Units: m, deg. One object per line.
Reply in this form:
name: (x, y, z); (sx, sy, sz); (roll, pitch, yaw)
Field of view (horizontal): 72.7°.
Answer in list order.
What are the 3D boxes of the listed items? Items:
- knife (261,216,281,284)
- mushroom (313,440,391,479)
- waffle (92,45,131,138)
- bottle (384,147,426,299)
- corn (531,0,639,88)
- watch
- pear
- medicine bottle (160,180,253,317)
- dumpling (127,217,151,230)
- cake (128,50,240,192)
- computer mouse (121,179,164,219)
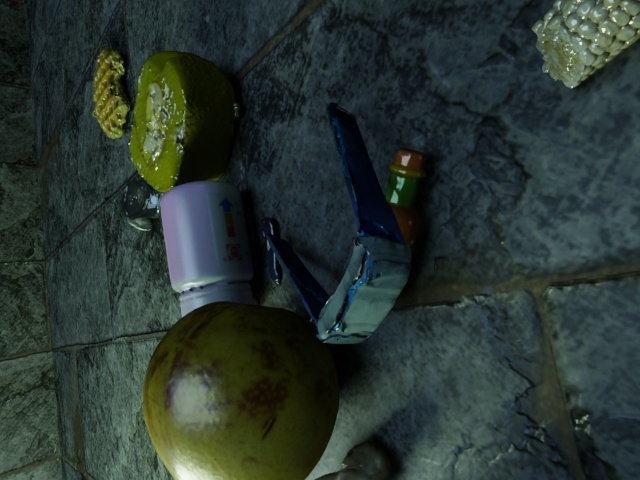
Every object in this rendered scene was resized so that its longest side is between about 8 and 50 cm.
knife: (-0.085, 0.019, 0.764); (0.031, 0.018, 0.121); (-7, 87, 41)
mushroom: (0.022, 0.365, 0.605); (0.213, 0.096, 0.088); (-59, 41, 31)
waffle: (-0.649, -0.455, 1.342); (0.291, 0.051, 0.291); (7, 100, 49)
bottle: (0.088, -0.018, 0.534); (0.069, 0.069, 0.187); (28, 114, 44)
corn: (0.253, -0.214, 0.329); (0.211, 0.087, 0.087); (-46, 59, 37)
watch: (-0.003, 0.012, 0.563); (0.276, 0.068, 0.275); (120, 145, -41)
pear: (-0.107, 0.220, 0.613); (0.280, 0.280, 0.281); (3, 94, 48)
medicine bottle: (-0.203, 0.030, 0.799); (0.152, 0.151, 0.255); (-19, 78, 47)
dumpling: (-0.493, -0.054, 1.184); (0.043, 0.059, 0.077); (-44, 62, 50)
cake: (-0.267, -0.225, 0.856); (0.179, 0.156, 0.261); (40, 127, 21)
computer mouse: (-0.448, -0.107, 1.129); (0.192, 0.062, 0.106); (-7, 84, 35)
